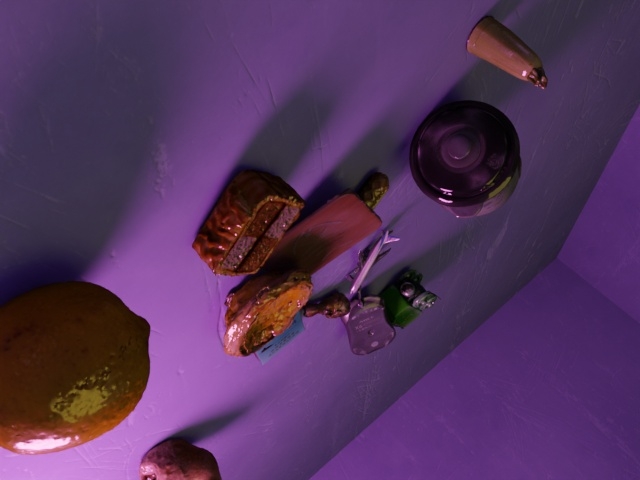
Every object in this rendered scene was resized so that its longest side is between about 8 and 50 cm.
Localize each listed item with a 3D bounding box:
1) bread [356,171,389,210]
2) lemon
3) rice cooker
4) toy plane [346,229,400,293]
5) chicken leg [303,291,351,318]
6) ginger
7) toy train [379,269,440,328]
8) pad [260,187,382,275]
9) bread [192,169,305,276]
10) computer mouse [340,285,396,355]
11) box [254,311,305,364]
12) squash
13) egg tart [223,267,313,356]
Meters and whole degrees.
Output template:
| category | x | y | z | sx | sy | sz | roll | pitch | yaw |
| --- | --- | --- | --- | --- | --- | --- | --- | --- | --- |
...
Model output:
| category | x | y | z | sx | sy | sz | roll | pitch | yaw |
| --- | --- | --- | --- | --- | --- | --- | --- | --- | --- |
| bread | 0.127 | -0.120 | 1.645 | 0.110 | 0.060 | 0.066 | -55 | 167 | 11 |
| lemon | -0.414 | 0.200 | 1.043 | 0.310 | 0.258 | 0.258 | -31 | 151 | -36 |
| rice cooker | 0.370 | -0.201 | 1.676 | 0.316 | 0.264 | 0.317 | 0 | 90 | -70 |
| toy plane | 0.142 | 0.058 | 1.936 | 0.226 | 0.058 | 0.226 | -51 | 159 | 19 |
| chicken leg | 0.018 | 0.194 | 1.950 | 0.085 | 0.069 | 0.197 | -34 | 158 | 36 |
| ginger | -0.379 | 0.665 | 1.864 | 0.130 | 0.221 | 0.275 | -47 | 165 | 24 |
| toy train | 0.304 | 0.209 | 2.338 | 0.188 | 0.132 | 0.243 | -41 | 156 | 8 |
| pad | 0.000 | 0.000 | 1.602 | 0.286 | 0.018 | 0.284 | -36 | 156 | 9 |
| bread | -0.145 | -0.030 | 1.309 | 0.222 | 0.096 | 0.181 | -54 | 154 | 20 |
| computer mouse | 0.146 | 0.245 | 2.184 | 0.167 | 0.090 | 0.379 | -21 | 136 | -6 |
| box | -0.124 | 0.239 | 1.806 | 0.162 | 0.041 | 0.229 | -39 | 154 | -16 |
| squash | 0.431 | -0.411 | 1.500 | 0.094 | 0.224 | 0.094 | -29 | 149 | -19 |
| egg tart | -0.140 | 0.154 | 1.590 | 0.290 | 0.107 | 0.291 | -40 | 159 | -19 |
